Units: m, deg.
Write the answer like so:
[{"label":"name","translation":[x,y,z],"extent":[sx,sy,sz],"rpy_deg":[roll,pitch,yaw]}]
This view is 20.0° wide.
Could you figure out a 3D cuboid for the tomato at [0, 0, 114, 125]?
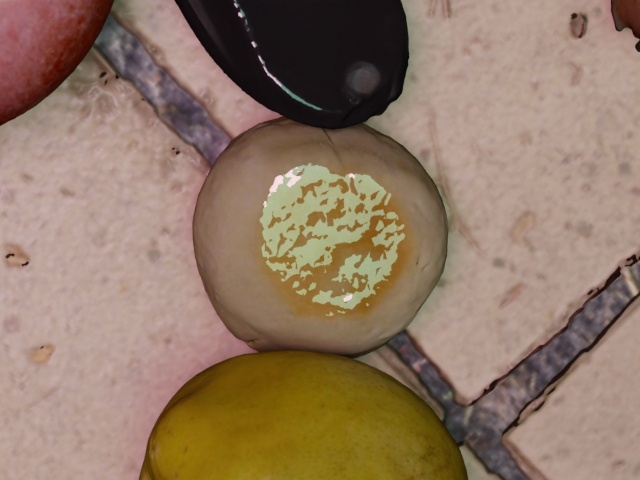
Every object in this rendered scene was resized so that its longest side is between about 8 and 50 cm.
[{"label":"tomato","translation":[-0.241,-0.181,0.954],"extent":[0.270,0.227,0.270],"rpy_deg":[-7,117,-15]}]

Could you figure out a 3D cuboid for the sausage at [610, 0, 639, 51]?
[{"label":"sausage","translation":[0.328,-0.211,1.096],"extent":[0.317,0.117,0.125],"rpy_deg":[-13,114,-9]}]

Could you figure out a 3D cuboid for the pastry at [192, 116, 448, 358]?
[{"label":"pastry","translation":[0.000,0.000,1.084],"extent":[0.156,0.092,0.156],"rpy_deg":[0,100,-3]}]

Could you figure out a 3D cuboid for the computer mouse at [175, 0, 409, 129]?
[{"label":"computer mouse","translation":[-0.028,-0.162,1.065],"extent":[0.122,0.073,0.217],"rpy_deg":[-28,91,-21]}]

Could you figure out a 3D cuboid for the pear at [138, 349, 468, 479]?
[{"label":"pear","translation":[-0.010,0.156,1.051],"extent":[0.200,0.200,0.200],"rpy_deg":[-1,97,-9]}]
